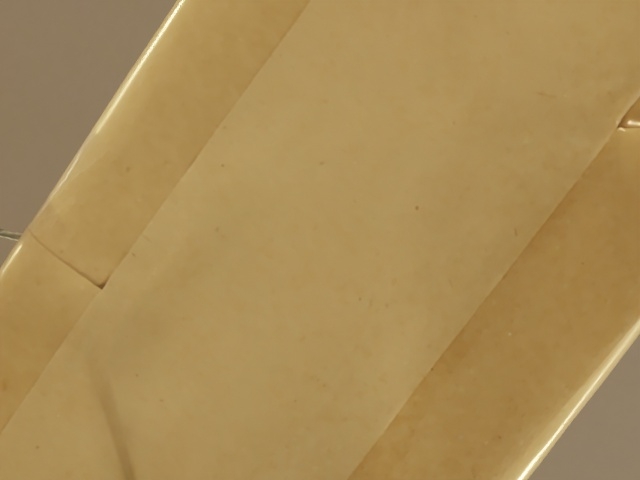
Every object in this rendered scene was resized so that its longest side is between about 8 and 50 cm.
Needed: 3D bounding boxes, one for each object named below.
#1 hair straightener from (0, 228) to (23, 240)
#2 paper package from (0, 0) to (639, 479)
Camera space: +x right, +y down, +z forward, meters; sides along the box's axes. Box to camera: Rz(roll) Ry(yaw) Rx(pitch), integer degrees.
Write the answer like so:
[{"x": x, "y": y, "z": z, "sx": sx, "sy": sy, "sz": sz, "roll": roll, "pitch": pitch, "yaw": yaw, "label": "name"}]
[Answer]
[{"x": -0.137, "y": 0.063, "z": 0.825, "sx": 0.230, "sy": 0.089, "sz": 0.047, "roll": 43, "pitch": -52, "yaw": 38, "label": "hair straightener"}, {"x": 0.000, "y": 0.000, "z": 0.597, "sx": 0.168, "sy": 0.325, "sz": 0.309, "roll": 34, "pitch": -81, "yaw": -4, "label": "paper package"}]
